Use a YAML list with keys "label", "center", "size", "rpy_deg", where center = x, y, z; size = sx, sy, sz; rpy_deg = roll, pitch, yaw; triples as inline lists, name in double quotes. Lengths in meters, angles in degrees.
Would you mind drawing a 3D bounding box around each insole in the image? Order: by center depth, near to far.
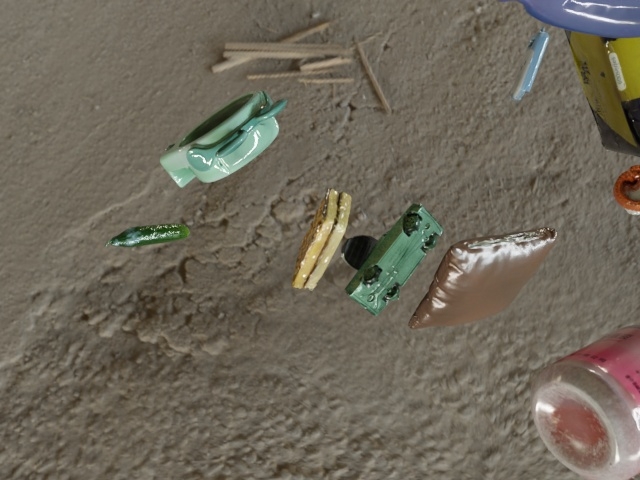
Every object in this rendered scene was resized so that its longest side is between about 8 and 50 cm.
- label: "insole"
  center: [0.167, 0.059, 1.719]
  size: [0.012, 0.310, 0.110]
  rpy_deg: [13, 79, 47]

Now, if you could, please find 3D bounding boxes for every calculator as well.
- label: "calculator"
  center: [0.595, -0.499, 1.668]
  size: [0.039, 0.121, 0.210]
  rpy_deg: [18, 105, 3]

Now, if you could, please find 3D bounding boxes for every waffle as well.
- label: "waffle"
  center: [0.000, 0.000, 0.927]
  size: [0.043, 0.148, 0.102]
  rpy_deg: [21, 35, -8]

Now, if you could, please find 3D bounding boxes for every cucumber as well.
- label: "cucumber"
  center: [-0.296, -0.009, 1.018]
  size: [0.155, 0.037, 0.037]
  rpy_deg: [-10, 55, -37]

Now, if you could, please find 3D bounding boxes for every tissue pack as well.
- label: "tissue pack"
  center: [0.686, -0.399, 1.217]
  size: [0.254, 0.264, 0.416]
  rpy_deg: [-23, 103, 11]

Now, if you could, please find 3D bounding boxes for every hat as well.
- label: "hat"
  center: [0.789, -0.110, 1.464]
  size: [0.094, 0.162, 0.112]
  rpy_deg: [-9, 70, 33]

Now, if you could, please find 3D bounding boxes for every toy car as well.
- label: "toy car"
  center: [0.201, 0.047, 1.629]
  size: [0.320, 0.141, 0.097]
  rpy_deg: [-52, 37, -3]

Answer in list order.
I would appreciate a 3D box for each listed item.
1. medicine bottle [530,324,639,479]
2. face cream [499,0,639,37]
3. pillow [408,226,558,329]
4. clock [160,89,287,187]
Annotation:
- label: "medicine bottle"
  center: [0.378, 0.177, 0.700]
  size: [0.247, 0.147, 0.147]
  rpy_deg: [-16, 59, -29]
- label: "face cream"
  center: [0.268, -0.324, 0.503]
  size: [0.249, 0.249, 0.224]
  rpy_deg: [21, 91, 23]
- label: "pillow"
  center: [0.384, 0.100, 1.406]
  size: [0.308, 0.305, 0.108]
  rpy_deg: [-8, 49, -24]
- label: "clock"
  center: [-0.121, -0.132, 0.762]
  size: [0.148, 0.060, 0.189]
  rpy_deg: [-44, 24, -22]
